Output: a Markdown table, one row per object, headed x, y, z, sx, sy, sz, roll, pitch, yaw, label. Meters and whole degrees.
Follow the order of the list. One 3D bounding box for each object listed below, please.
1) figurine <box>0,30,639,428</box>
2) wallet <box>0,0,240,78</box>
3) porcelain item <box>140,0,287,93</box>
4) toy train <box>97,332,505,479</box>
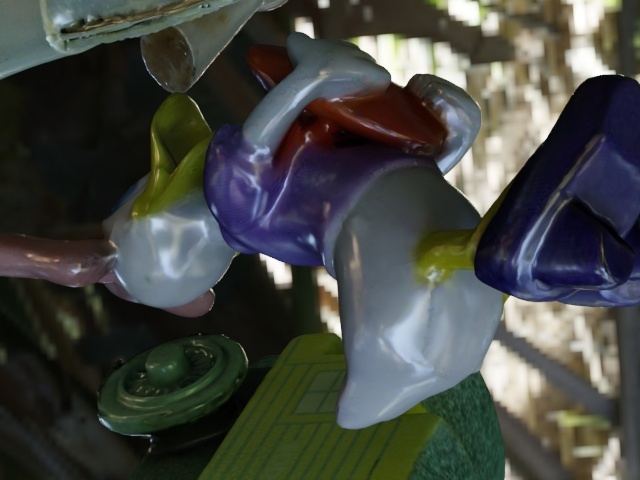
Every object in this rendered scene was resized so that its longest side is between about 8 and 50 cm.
| x | y | z | sx | sy | sz | roll | pitch | yaw | label |
| --- | --- | --- | --- | --- | --- | --- | --- | --- | --- |
| 0.004 | -0.004 | 1.054 | 0.421 | 0.193 | 0.154 | 11 | 177 | 41 | figurine |
| -0.087 | -0.124 | 0.925 | 0.309 | 0.077 | 0.223 | -9 | -169 | 37 | wallet |
| -0.054 | -0.202 | 1.532 | 0.054 | 0.084 | 0.213 | 33 | -123 | 15 | porcelain item |
| -0.044 | 0.203 | 1.193 | 0.272 | 0.179 | 0.442 | -5 | -151 | 27 | toy train |
